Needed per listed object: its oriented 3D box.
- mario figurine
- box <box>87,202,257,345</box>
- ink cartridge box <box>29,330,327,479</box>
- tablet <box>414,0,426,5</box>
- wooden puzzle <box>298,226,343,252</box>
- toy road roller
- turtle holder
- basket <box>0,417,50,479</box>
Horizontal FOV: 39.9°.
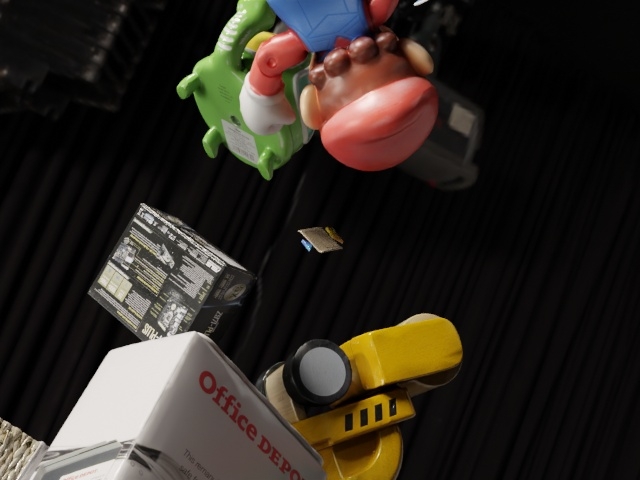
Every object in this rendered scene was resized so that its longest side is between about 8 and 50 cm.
[{"bbox_3d":[0.004,-0.213,0.812,0.198,0.170,0.321,-4,-59,44],"label":"mario figurine"},{"bbox_3d":[-0.198,0.060,1.172,0.180,0.147,0.077,32,3,32],"label":"box"},{"bbox_3d":[-0.180,0.341,0.955,0.166,0.395,0.285,-15,-55,35],"label":"ink cartridge box"},{"bbox_3d":[0.186,-0.393,1.369,0.006,0.083,0.054,53,-10,-15],"label":"tablet"},{"bbox_3d":[0.000,0.000,1.709,0.116,0.014,0.078,-3,39,-46],"label":"wooden puzzle"},{"bbox_3d":[0.072,0.266,1.347,0.329,0.241,0.202,-12,-14,-25],"label":"toy road roller"},{"bbox_3d":[-0.124,-0.299,1.664,0.243,0.227,0.320,8,-43,51],"label":"turtle holder"},{"bbox_3d":[-0.448,0.313,1.129,0.103,0.167,0.113,44,-41,-19],"label":"basket"}]
